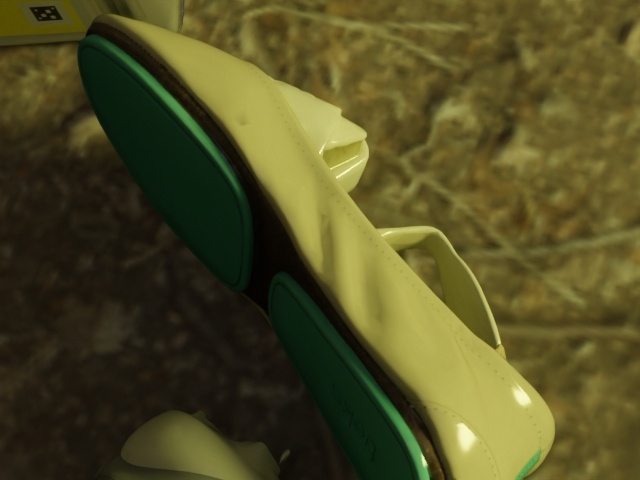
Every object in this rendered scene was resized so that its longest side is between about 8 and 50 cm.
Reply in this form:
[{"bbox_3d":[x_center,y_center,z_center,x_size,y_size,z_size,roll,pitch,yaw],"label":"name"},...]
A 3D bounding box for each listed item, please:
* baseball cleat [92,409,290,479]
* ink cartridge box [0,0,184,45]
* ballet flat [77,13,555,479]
[{"bbox_3d":[-0.009,0.144,0.538,0.206,0.072,0.109,33,64,31],"label":"baseball cleat"},{"bbox_3d":[-0.126,-0.232,0.714,0.307,0.072,0.304,-1,68,8],"label":"ink cartridge box"},{"bbox_3d":[0.000,0.000,0.599,0.086,0.086,0.248,-35,68,-3],"label":"ballet flat"}]
